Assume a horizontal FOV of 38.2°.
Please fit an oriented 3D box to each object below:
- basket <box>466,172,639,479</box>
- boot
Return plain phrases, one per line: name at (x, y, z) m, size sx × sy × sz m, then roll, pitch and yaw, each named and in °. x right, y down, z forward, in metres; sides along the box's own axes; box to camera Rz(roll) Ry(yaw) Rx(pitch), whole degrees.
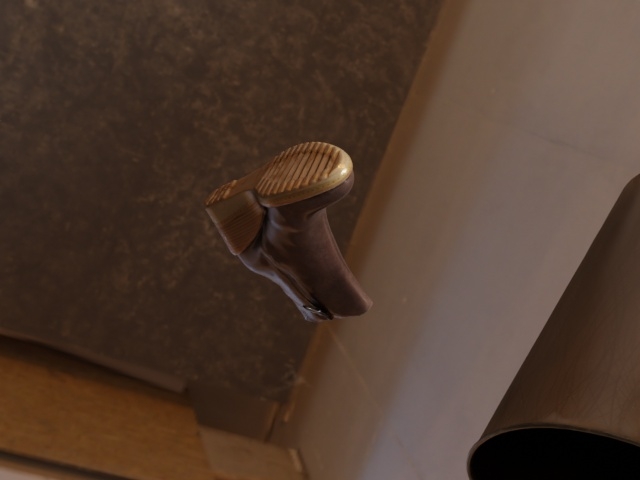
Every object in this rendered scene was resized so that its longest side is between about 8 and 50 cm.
basket at (0.213, 0.072, 0.581) m, size 0.227 × 0.154 × 0.204 m, roll -56°, pitch 177°, yaw -28°
boot at (0.000, 0.000, 1.041) m, size 0.248 × 0.207 × 0.090 m, roll -14°, pitch -145°, yaw 50°
